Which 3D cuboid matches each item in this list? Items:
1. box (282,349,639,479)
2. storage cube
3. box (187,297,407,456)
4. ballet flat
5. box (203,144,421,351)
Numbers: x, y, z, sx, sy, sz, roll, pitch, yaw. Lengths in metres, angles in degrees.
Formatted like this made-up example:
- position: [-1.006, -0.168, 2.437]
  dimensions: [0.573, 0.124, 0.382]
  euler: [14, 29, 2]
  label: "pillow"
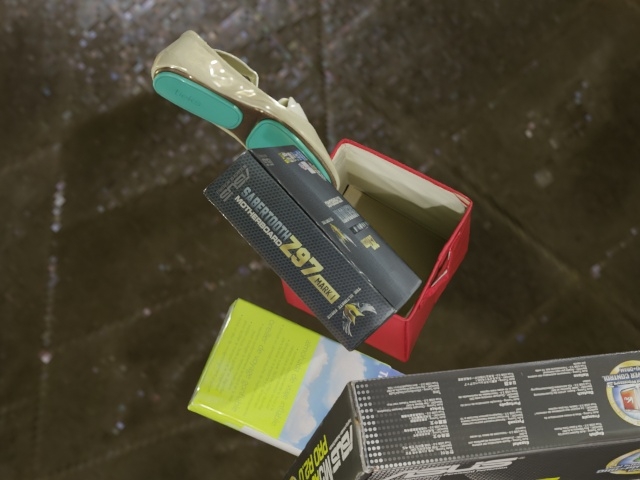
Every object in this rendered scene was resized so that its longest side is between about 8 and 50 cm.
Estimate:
- position: [0.126, 0.139, 1.050]
  dimensions: [0.270, 0.216, 0.060]
  euler: [-5, 68, -16]
  label: "box"
- position: [0.069, 0.015, 2.052]
  dimensions: [0.215, 0.193, 0.184]
  euler: [26, 74, 12]
  label: "storage cube"
- position: [-0.018, 0.138, 1.460]
  dimensions: [0.042, 0.178, 0.109]
  euler: [134, 160, -73]
  label: "box"
- position: [-0.070, -0.144, 1.768]
  dimensions: [0.086, 0.248, 0.086]
  euler: [-49, 15, 18]
  label: "ballet flat"
- position: [0.000, 0.000, 1.411]
  dimensions: [0.059, 0.183, 0.232]
  euler: [-43, -3, 10]
  label: "box"
